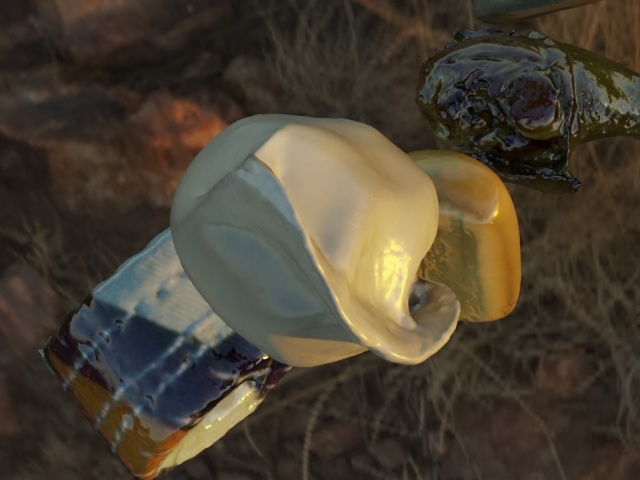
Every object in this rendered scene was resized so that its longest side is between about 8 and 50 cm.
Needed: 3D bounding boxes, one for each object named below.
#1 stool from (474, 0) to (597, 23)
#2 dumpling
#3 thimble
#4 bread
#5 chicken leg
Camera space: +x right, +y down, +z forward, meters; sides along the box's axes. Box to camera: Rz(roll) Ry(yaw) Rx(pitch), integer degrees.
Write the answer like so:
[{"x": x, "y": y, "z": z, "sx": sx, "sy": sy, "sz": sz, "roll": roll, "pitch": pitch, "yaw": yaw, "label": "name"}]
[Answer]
[{"x": 0.288, "y": -0.326, "z": 1.461, "sx": 0.310, "sy": 0.310, "sz": 0.226, "roll": -11, "pitch": 98, "yaw": 45, "label": "stool"}, {"x": 0.000, "y": 0.000, "z": 0.966, "sx": 0.162, "sy": 0.250, "sz": 0.132, "roll": 41, "pitch": 95, "yaw": -3, "label": "dumpling"}, {"x": -0.105, "y": 0.082, "z": 1.475, "sx": 0.237, "sy": 0.237, "sz": 0.150, "roll": -40, "pitch": 82, "yaw": -9, "label": "thimble"}, {"x": 0.116, "y": -0.009, "z": 1.663, "sx": 0.147, "sy": 0.217, "sz": 0.098, "roll": 5, "pitch": 56, "yaw": 9, "label": "bread"}, {"x": 0.279, "y": -0.132, "z": 1.895, "sx": 0.361, "sy": 0.140, "sz": 0.211, "roll": 11, "pitch": 58, "yaw": 7, "label": "chicken leg"}]
